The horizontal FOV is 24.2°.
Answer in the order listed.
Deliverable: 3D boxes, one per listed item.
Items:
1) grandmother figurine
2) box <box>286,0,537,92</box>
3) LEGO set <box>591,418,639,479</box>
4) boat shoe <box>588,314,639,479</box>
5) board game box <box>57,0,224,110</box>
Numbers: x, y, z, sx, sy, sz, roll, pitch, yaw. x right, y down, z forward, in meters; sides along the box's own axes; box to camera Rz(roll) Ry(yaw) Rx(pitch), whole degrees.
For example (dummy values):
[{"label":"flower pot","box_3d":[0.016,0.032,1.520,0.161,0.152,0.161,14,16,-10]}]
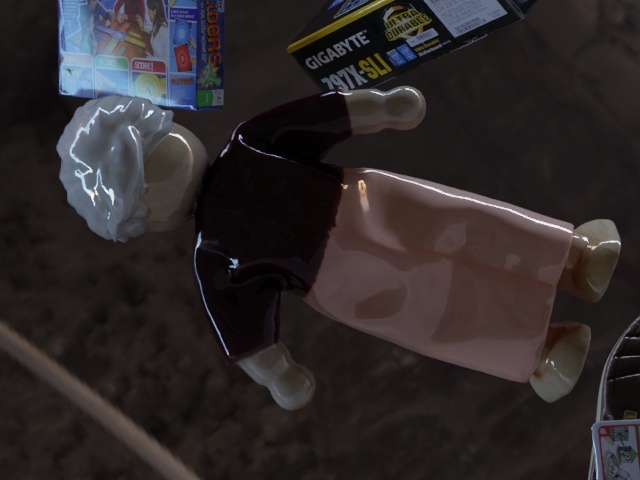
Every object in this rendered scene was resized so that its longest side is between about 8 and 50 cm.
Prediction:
[{"label":"grandmother figurine","box_3d":[0.000,0.000,0.918,0.104,0.342,0.208,120,170,-75]},{"label":"box","box_3d":[0.143,-0.277,1.353,0.257,0.079,0.322,-21,26,52]},{"label":"LEGO set","box_3d":[0.259,0.214,0.843,0.182,0.244,0.060,-6,1,20]},{"label":"boat shoe","box_3d":[0.338,0.195,1.607,0.095,0.095,0.257,80,-147,-60]},{"label":"board game box","box_3d":[-0.169,-0.195,1.380,0.035,0.201,0.136,-10,-74,-46]}]
